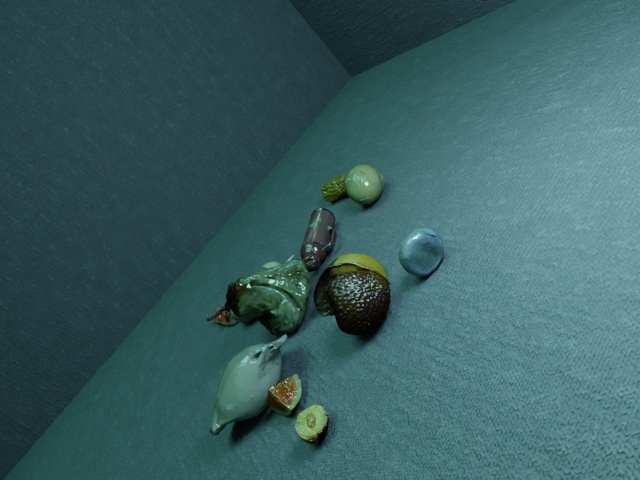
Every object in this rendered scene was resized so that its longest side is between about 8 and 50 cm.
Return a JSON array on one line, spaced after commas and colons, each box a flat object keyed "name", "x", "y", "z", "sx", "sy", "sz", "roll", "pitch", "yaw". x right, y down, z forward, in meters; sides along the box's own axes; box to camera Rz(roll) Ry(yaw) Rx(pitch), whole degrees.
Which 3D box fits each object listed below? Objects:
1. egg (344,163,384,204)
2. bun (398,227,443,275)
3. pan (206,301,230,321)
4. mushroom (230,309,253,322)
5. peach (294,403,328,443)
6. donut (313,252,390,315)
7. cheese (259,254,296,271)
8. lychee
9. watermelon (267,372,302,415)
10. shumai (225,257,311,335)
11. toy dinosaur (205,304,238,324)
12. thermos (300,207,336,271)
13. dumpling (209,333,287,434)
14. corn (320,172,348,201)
[{"name": "egg", "x": 0.180, "y": -0.231, "z": 1.925, "sx": 0.164, "sy": 0.164, "sz": 0.202, "roll": -39, "pitch": 26, "yaw": 16}, {"name": "bun", "x": 0.281, "y": 0.028, "z": 1.334, "sx": 0.141, "sy": 0.141, "sz": 0.083, "roll": -46, "pitch": 28, "yaw": 0}, {"name": "pan", "x": -0.427, "y": 0.306, "z": 2.132, "sx": 0.211, "sy": 0.040, "sz": 0.115, "roll": -25, "pitch": 28, "yaw": -4}, {"name": "mushroom", "x": -0.314, "y": 0.266, "z": 1.987, "sx": 0.166, "sy": 0.127, "sz": 0.166, "roll": -30, "pitch": 31, "yaw": 21}, {"name": "peach", "x": -0.014, "y": 0.474, "z": 1.198, "sx": 0.098, "sy": 0.061, "sz": 0.098, "roll": -16, "pitch": 41, "yaw": 14}, {"name": "donut", "x": 0.075, "y": 0.120, "z": 1.539, "sx": 0.295, "sy": 0.151, "sz": 0.112, "roll": -32, "pitch": 16, "yaw": 31}, {"name": "cheese", "x": -0.181, "y": 0.160, "z": 1.974, "sx": 0.070, "sy": 0.164, "sz": 0.248, "roll": 13, "pitch": 16, "yaw": 31}, {"name": "lychee", "x": 0.106, "y": 0.176, "z": 1.348, "sx": 0.194, "sy": 0.194, "sz": 0.194, "roll": -37, "pitch": 24, "yaw": 20}, {"name": "watermelon", "x": -0.120, "y": 0.458, "z": 1.369, "sx": 0.135, "sy": 0.094, "sz": 0.125, "roll": -40, "pitch": 31, "yaw": 29}, {"name": "shumai", "x": -0.205, "y": 0.174, "z": 1.704, "sx": 0.309, "sy": 0.263, "sz": 0.304, "roll": -19, "pitch": 55, "yaw": 54}, {"name": "toy dinosaur", "x": -0.451, "y": 0.353, "z": 2.178, "sx": 0.279, "sy": 0.055, "sz": 0.102, "roll": -17, "pitch": 45, "yaw": 47}, {"name": "thermos", "x": -0.003, "y": 0.006, "z": 1.923, "sx": 0.136, "sy": 0.110, "sz": 0.330, "roll": 6, "pitch": 39, "yaw": 8}, {"name": "dumpling", "x": -0.218, "y": 0.445, "z": 1.492, "sx": 0.260, "sy": 0.181, "sz": 0.342, "roll": -11, "pitch": -68, "yaw": -83}, {"name": "corn", "x": 0.122, "y": -0.262, "z": 2.152, "sx": 0.312, "sy": 0.102, "sz": 0.102, "roll": -22, "pitch": 32, "yaw": 44}]
